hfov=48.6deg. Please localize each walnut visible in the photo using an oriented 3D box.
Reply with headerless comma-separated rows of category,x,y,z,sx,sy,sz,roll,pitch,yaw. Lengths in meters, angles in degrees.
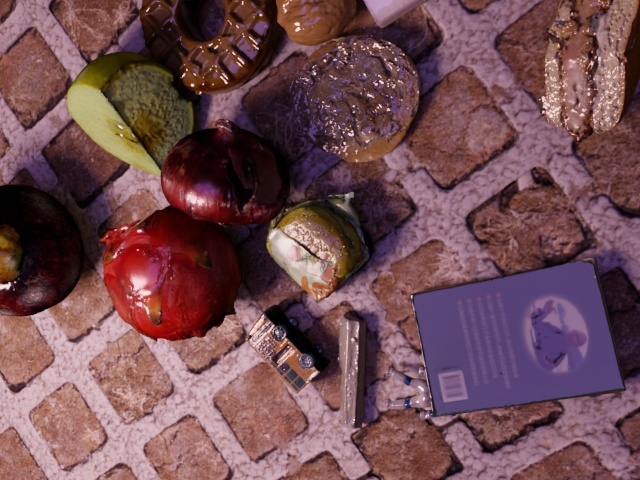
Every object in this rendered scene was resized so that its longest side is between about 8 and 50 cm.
walnut,-0.010,-0.472,1.418,0.166,0.149,0.166,-3,73,10

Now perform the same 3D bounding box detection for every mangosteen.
mangosteen,-0.715,0.024,1.640,0.330,0.330,0.330,3,98,18

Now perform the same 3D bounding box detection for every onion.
onion,-0.185,-0.154,1.452,0.272,0.272,0.195,27,135,14

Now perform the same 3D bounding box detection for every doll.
doll,0.251,0.324,1.488,0.227,0.057,0.114,3,99,21

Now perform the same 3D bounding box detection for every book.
book,0.381,0.195,1.404,0.371,0.043,0.260,-12,82,19

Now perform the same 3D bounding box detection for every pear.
pear,-0.431,-0.296,1.566,0.292,0.292,0.159,26,64,14

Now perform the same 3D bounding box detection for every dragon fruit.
dragon fruit,-0.320,0.065,1.530,0.295,0.295,0.301,-12,111,20

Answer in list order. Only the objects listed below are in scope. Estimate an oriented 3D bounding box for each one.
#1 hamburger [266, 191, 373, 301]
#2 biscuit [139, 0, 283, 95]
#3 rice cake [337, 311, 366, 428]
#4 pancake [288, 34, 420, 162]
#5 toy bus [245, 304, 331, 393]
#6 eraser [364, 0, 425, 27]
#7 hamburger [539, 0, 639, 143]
hamburger,0.003,-0.002,1.486,0.214,0.125,0.235,45,123,-2
biscuit,-0.233,-0.482,1.515,0.332,0.103,0.332,2,97,19
rice cake,0.067,0.285,1.548,0.057,0.052,0.256,11,102,47
pancake,0.071,-0.297,1.465,0.282,0.049,0.282,3,99,19
toy bus,-0.077,0.240,1.569,0.182,0.091,0.103,46,108,6
eraser,0.190,-0.558,1.365,0.270,0.095,0.174,-28,88,21
hamburger,0.500,-0.349,1.256,0.155,0.245,0.282,22,150,40
